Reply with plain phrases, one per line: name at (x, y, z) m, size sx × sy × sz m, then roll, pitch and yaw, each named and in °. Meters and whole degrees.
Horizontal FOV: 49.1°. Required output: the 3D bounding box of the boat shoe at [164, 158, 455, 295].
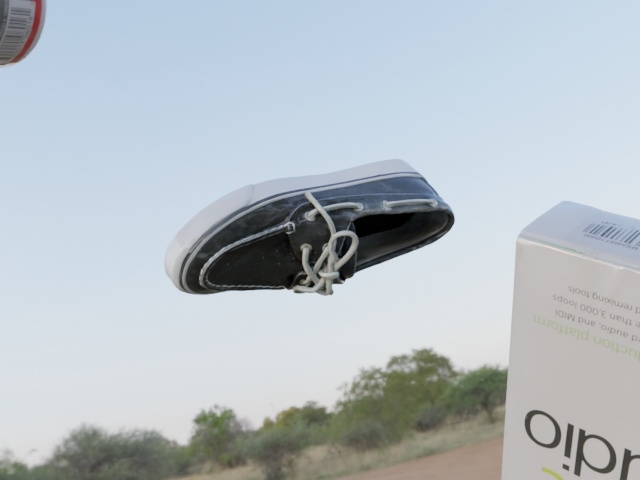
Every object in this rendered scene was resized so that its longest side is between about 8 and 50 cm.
boat shoe at (0.000, 0.003, 0.715) m, size 0.306 × 0.105 × 0.113 m, roll -14°, pitch -47°, yaw -29°

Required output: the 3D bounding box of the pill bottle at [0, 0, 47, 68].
pill bottle at (-0.419, -0.244, 0.663) m, size 0.161 × 0.161 × 0.283 m, roll -19°, pitch 4°, yaw 26°

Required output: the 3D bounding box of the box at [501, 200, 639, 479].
box at (0.199, 0.159, 0.334) m, size 0.232 × 0.322 × 0.058 m, roll 19°, pitch 35°, yaw 40°
